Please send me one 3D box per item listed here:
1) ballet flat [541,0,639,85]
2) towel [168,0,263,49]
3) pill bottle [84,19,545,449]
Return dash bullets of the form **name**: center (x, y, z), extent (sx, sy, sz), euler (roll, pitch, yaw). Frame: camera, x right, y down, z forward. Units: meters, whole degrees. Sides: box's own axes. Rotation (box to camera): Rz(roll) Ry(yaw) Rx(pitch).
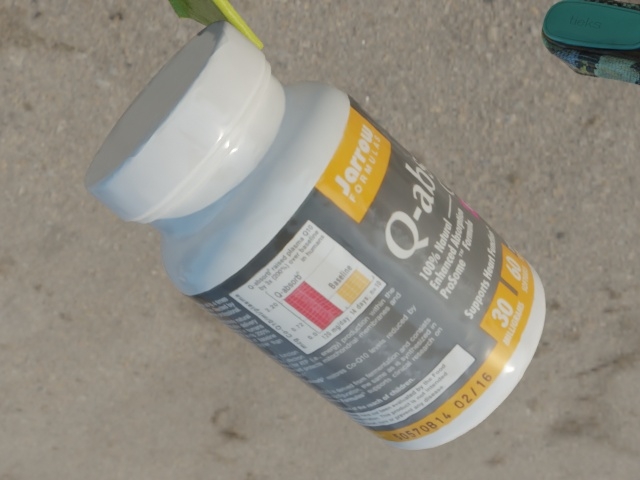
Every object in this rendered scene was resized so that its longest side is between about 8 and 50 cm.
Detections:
- **ballet flat**: center (0.250, -0.133, 0.702), extent (0.188, 0.070, 0.070), euler (27, 157, 38)
- **towel**: center (-0.126, -0.207, 0.615), extent (0.021, 0.102, 0.237), euler (-47, 137, -3)
- **pill bottle**: center (0.000, 0.000, 0.633), extent (0.278, 0.162, 0.162), euler (40, 132, -22)
